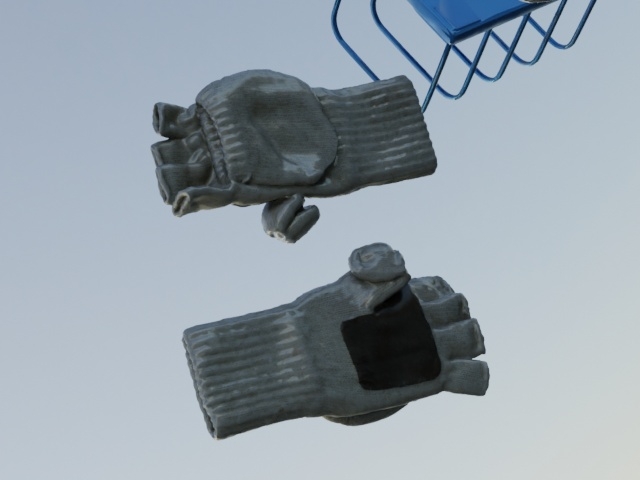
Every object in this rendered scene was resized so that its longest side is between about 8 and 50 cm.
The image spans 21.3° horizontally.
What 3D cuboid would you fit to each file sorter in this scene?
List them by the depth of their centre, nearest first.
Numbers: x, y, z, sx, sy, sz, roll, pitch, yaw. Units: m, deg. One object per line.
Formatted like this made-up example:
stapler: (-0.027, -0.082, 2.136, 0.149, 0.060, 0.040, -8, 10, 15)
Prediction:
file sorter: (0.109, -0.179, 1.247, 0.170, 0.118, 0.104, -25, -27, -32)

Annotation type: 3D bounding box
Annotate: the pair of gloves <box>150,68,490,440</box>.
pair of gloves: (0.000, 0.000, 1.094, 0.204, 0.240, 0.042, -3, -17, -25)

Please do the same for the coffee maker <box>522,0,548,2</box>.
coffee maker: (0.112, -0.212, 0.954, 0.178, 0.120, 0.171, 43, -119, -50)
